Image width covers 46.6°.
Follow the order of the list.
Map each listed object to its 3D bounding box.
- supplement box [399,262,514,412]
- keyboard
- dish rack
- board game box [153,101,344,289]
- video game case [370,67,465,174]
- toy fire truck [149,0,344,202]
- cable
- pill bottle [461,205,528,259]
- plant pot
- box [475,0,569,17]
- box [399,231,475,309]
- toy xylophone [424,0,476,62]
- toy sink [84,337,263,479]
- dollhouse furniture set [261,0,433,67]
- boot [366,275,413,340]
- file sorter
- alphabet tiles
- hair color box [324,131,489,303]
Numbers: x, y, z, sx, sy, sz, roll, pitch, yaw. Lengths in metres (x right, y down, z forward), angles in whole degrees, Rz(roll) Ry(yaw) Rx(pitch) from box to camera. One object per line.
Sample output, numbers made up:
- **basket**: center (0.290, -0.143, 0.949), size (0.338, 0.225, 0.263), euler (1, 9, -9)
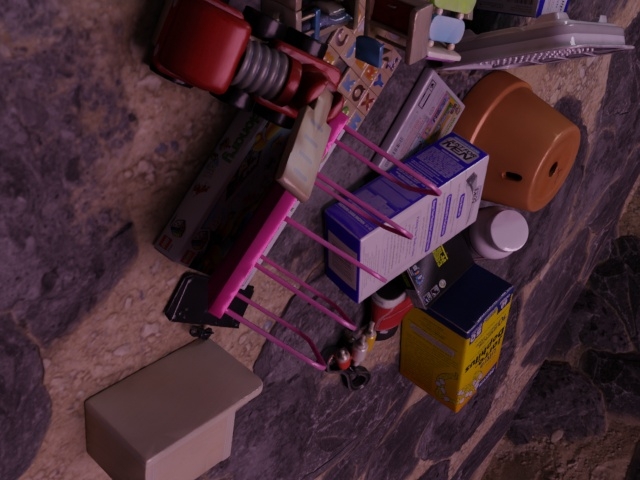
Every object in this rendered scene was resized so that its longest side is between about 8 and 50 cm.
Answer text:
- **supplement box**: center (0.340, 0.236, 1.898), size (0.194, 0.195, 0.357), euler (-39, 146, -28)
- **keyboard**: center (-0.181, 0.111, 1.200), size (0.180, 0.023, 0.108), euler (18, 96, -58)
- **dish rack**: center (0.398, -0.368, 1.381), size (0.332, 0.285, 0.073), euler (-18, 105, -48)
- **board game box**: center (-0.097, -0.084, 1.107), size (0.305, 0.053, 0.193), euler (-58, 151, 1)
- **video game case**: center (0.192, -0.205, 1.444), size (0.213, 0.023, 0.193), euler (-61, 150, 4)
- **toy fire truck**: center (-0.070, -0.169, 0.829), size (0.217, 0.246, 0.159), euler (19, 104, -29)
- **cable**: center (0.071, 0.294, 1.685), size (0.139, 0.072, 0.287), euler (-37, 145, -22)
- **pill bottle**: center (0.377, -0.015, 1.689), size (0.121, 0.121, 0.216), euler (-50, -170, -13)
- **plant pot**: center (0.419, -0.195, 1.606), size (0.290, 0.203, 0.291), euler (-35, 142, -33)
- **box**: center (0.377, -0.452, 1.372), size (0.137, 0.126, 0.072), euler (-18, 121, -48)
- **box**: center (0.236, 0.021, 1.609), size (0.184, 0.045, 0.191), euler (-37, 112, -27)
- **toy xylophone**: center (0.232, -0.454, 1.201), size (0.236, 0.081, 0.323), euler (-22, 131, -46)
- **toy sink**: center (-0.225, 0.283, 1.167), size (0.234, 0.152, 0.131), euler (-28, 139, -42)
- **dollhouse furniture set**: center (0.033, -0.307, 0.958), size (0.129, 0.183, 0.129), euler (-34, 142, -35)
- **boot**: center (0.199, 0.128, 1.714), size (0.244, 0.088, 0.176), euler (-31, 145, -32)
- **file sorter**: center (0.000, 0.000, 1.006), size (0.291, 0.182, 0.202), euler (-57, -169, 1)
- **alphabet tiles**: center (0.074, -0.305, 1.195), size (0.237, 0.009, 0.198), euler (-58, 150, 2)
- **hair color box**: center (0.165, -0.048, 1.433), size (0.338, 0.110, 0.185), euler (-31, 144, -25)
